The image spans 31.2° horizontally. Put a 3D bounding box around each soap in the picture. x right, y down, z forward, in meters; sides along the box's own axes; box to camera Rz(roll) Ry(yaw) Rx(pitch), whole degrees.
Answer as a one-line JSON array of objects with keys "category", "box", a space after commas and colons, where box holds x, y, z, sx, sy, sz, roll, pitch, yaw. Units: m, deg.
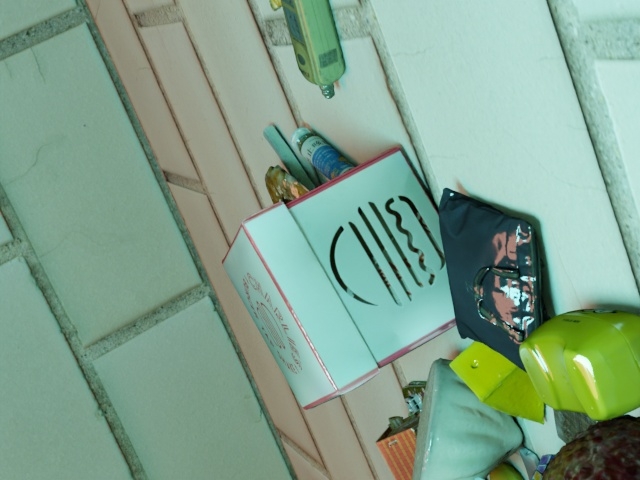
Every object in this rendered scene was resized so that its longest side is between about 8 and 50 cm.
[{"category": "soap", "box": [0.345, 0.464, 2.081, 0.089, 0.045, 0.140, 31, 145, 55]}]

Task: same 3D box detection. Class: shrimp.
[{"category": "shrimp", "box": [0.000, 0.000, 2.335, 0.365, 0.071, 0.233, 56, 165, 2]}]

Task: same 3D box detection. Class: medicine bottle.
[{"category": "medicine bottle", "box": [0.009, -0.151, 2.123, 0.191, 0.051, 0.051, 43, 155, 47]}]

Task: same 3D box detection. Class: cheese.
[{"category": "cheese", "box": [0.302, 0.220, 1.798, 0.171, 0.126, 0.093, 50, 178, -43]}]

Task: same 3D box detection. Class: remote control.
[{"category": "remote control", "box": [0.379, 0.442, 1.974, 0.050, 0.027, 0.184, 23, 137, 65]}]

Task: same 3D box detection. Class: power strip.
[{"category": "power strip", "box": [-0.034, -0.399, 1.839, 0.092, 0.066, 0.387, 43, 156, 54]}]

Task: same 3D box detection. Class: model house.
[{"category": "model house", "box": [0.205, 0.445, 2.291, 0.293, 0.154, 0.207, 62, 162, -1]}]

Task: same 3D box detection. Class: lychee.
[{"category": "lychee", "box": [0.377, 0.337, 1.396, 0.260, 0.261, 0.260, 54, 162, 27]}]

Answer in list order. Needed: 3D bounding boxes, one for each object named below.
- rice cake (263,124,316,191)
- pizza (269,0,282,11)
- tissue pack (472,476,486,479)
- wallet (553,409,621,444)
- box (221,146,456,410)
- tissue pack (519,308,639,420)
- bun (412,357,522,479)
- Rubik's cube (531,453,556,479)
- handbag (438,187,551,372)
[{"category": "rice cake", "box": [-0.063, -0.161, 2.360, 0.180, 0.030, 0.042, 57, 169, 18]}, {"category": "pizza", "box": [-0.062, -0.431, 1.943, 0.108, 0.026, 0.123, 43, 153, 42]}, {"category": "tissue pack", "box": [0.353, 0.478, 1.787, 0.263, 0.089, 0.177, 33, -178, -35]}, {"category": "wallet", "box": [0.405, 0.283, 1.616, 0.230, 0.042, 0.124, 38, 147, 54]}, {"category": "box", "box": [0.047, 0.070, 1.911, 0.314, 0.300, 0.312, 60, 164, 6]}, {"category": "tissue pack", "box": [0.345, 0.149, 1.431, 0.123, 0.127, 0.178, 67, 164, -7]}, {"category": "bun", "box": [0.256, 0.338, 1.966, 0.263, 0.175, 0.263, 8, -90, -87]}, {"category": "Rubik's cube", "box": [0.376, 0.373, 1.757, 0.093, 0.111, 0.111, -78, -36, -76]}, {"category": "handbag", "box": [0.253, 0.065, 1.652, 0.211, 0.089, 0.254, 28, 133, 56]}]
